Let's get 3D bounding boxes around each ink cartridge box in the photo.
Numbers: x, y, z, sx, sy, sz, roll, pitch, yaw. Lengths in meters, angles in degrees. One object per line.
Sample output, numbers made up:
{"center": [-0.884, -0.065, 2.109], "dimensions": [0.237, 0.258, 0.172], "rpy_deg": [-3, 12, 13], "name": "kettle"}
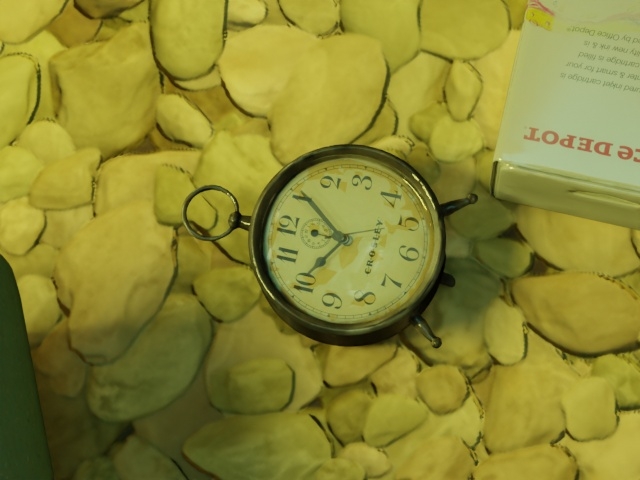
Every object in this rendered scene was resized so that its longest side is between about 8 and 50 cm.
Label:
{"center": [0.210, -0.120, 1.184], "dimensions": [0.154, 0.093, 0.212], "rpy_deg": [12, 75, 7], "name": "ink cartridge box"}

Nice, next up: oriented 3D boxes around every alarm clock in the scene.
{"center": [0.000, 0.000, 1.178], "dimensions": [0.192, 0.064, 0.129], "rpy_deg": [15, 77, 4], "name": "alarm clock"}

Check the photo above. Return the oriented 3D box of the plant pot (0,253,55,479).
{"center": [-0.290, 0.181, 1.025], "dimensions": [0.341, 0.341, 0.334], "rpy_deg": [-10, 68, 0], "name": "plant pot"}
